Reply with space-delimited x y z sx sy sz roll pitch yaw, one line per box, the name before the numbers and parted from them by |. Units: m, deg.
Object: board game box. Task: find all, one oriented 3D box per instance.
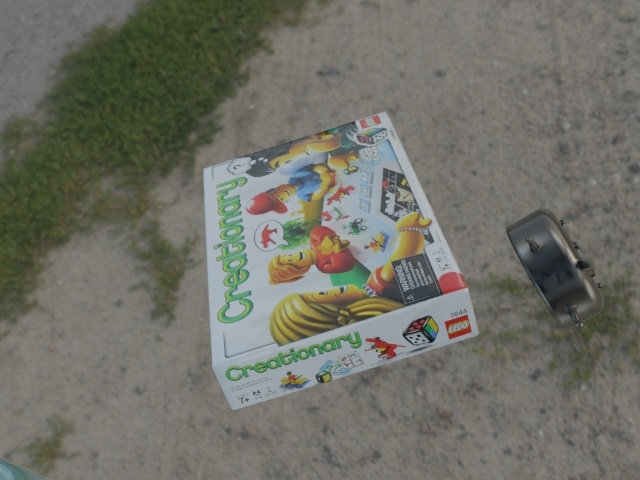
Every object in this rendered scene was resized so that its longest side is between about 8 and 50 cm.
board game box | 0.000 0.000 0.779 0.193 0.053 0.305 -18 33 2

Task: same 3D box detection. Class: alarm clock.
alarm clock | 0.260 0.025 1.000 0.064 0.129 0.192 -31 2 11

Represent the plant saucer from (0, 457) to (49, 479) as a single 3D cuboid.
plant saucer | -0.199 0.136 0.431 0.195 0.195 0.037 11 100 33
